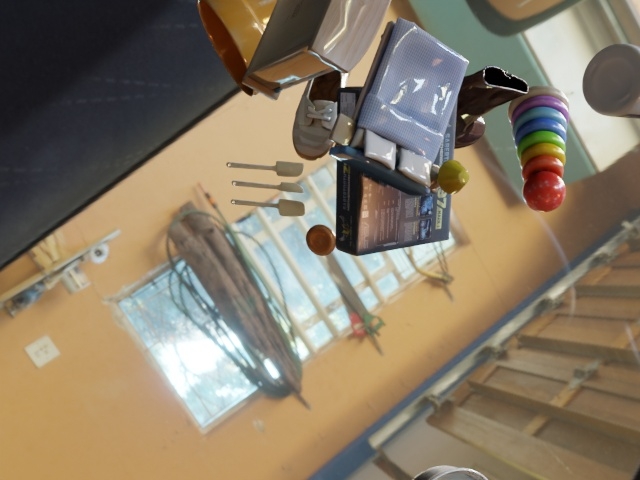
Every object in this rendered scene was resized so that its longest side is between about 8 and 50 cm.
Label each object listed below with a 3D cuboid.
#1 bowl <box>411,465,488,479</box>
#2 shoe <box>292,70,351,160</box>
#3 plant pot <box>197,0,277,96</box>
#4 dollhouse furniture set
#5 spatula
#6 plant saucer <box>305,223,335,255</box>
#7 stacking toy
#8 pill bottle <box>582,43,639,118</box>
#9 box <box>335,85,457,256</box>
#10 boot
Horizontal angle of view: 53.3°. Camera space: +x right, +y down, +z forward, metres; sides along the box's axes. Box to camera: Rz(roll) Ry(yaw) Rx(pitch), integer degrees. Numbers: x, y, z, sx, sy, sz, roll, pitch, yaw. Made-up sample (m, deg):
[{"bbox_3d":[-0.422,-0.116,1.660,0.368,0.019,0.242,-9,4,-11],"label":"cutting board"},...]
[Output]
[{"bbox_3d":[0.298,0.698,1.635,0.298,0.298,0.134,-34,-160,-16],"label":"bowl"},{"bbox_3d":[0.000,-0.227,1.015,0.058,0.077,0.219,77,25,-62],"label":"shoe"},{"bbox_3d":[-0.102,-0.411,1.219,0.188,0.205,0.205,-32,-172,-10],"label":"plant pot"},{"bbox_3d":[0.114,-0.229,0.745,0.198,0.303,0.286,10,-104,63],"label":"dollhouse furniture set"},{"bbox_3d":[-0.162,-0.156,1.885,0.242,0.168,0.019,5,-152,14],"label":"spatula"},{"bbox_3d":[0.000,0.000,1.629,0.083,0.083,0.013,-28,-177,28],"label":"plant saucer"},{"bbox_3d":[0.502,-0.202,1.445,0.141,0.141,0.330,-26,-142,37],"label":"stacking toy"},{"bbox_3d":[0.526,-0.255,1.037,0.187,0.112,0.112,-5,170,-35],"label":"pill bottle"},{"bbox_3d":[0.110,-0.104,0.922,0.183,0.232,0.059,-9,-162,-32],"label":"box"},{"bbox_3d":[0.276,-0.231,1.128,0.248,0.090,0.207,6,171,-41],"label":"boot"}]
